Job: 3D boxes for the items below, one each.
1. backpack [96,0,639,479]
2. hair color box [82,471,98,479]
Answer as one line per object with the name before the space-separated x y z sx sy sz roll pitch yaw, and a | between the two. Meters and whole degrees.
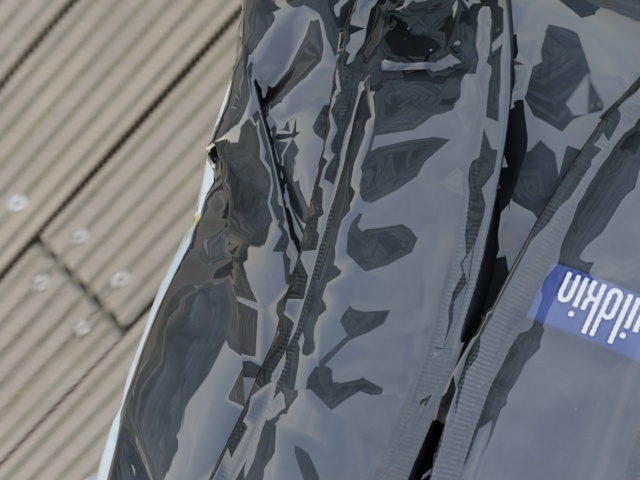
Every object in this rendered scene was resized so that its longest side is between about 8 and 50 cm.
backpack | 0.057 0.110 0.653 0.290 0.273 0.355 14 69 20
hair color box | -0.162 0.273 1.403 0.374 0.113 0.185 -28 91 5
